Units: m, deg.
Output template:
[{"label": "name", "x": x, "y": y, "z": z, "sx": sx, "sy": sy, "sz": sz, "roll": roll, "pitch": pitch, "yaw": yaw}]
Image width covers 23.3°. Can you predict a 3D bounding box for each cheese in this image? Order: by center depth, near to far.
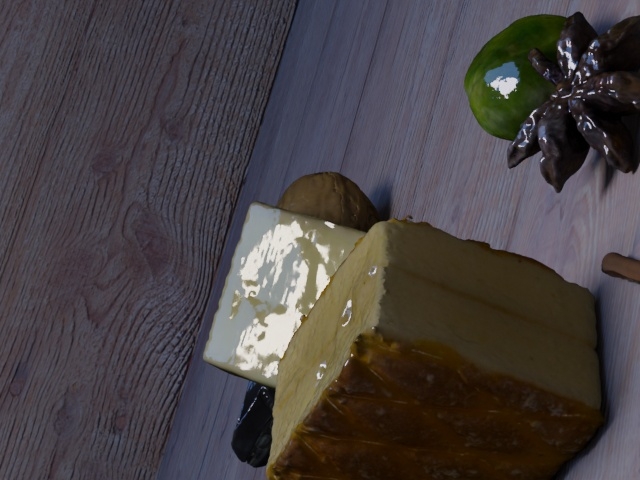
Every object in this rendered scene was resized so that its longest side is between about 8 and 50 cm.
[{"label": "cheese", "x": -0.023, "y": 0.100, "z": 2.342, "sx": 0.124, "sy": 0.242, "sz": 0.266, "roll": 25, "pitch": -98, "yaw": -63}]

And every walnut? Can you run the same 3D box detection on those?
[{"label": "walnut", "x": 0.000, "y": 0.000, "z": 2.528, "sx": 0.198, "sy": 0.198, "sz": 0.245, "roll": 130, "pitch": 151, "yaw": -58}]

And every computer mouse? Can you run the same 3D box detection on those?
[{"label": "computer mouse", "x": -0.079, "y": 0.291, "z": 2.620, "sx": 0.062, "sy": 0.105, "sz": 0.192, "roll": 3, "pitch": 68, "yaw": 64}]

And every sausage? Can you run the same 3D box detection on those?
[{"label": "sausage", "x": 0.311, "y": 0.029, "z": 1.538, "sx": 0.116, "sy": 0.026, "sz": 0.026, "roll": -158, "pitch": 88, "yaw": -77}]

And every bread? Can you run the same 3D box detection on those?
[{"label": "bread", "x": 0.115, "y": 0.152, "z": 1.628, "sx": 0.207, "sy": 0.279, "sz": 0.279, "roll": -81, "pitch": 14, "yaw": -46}]

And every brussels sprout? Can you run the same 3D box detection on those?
[{"label": "brussels sprout", "x": 0.248, "y": -0.192, "z": 1.856, "sx": 0.180, "sy": 0.143, "sz": 0.162, "roll": 138, "pitch": 146, "yaw": -69}]

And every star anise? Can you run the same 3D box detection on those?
[{"label": "star anise", "x": 0.293, "y": -0.155, "z": 1.692, "sx": 0.196, "sy": 0.073, "sz": 0.212, "roll": 5, "pitch": 78, "yaw": 45}]
